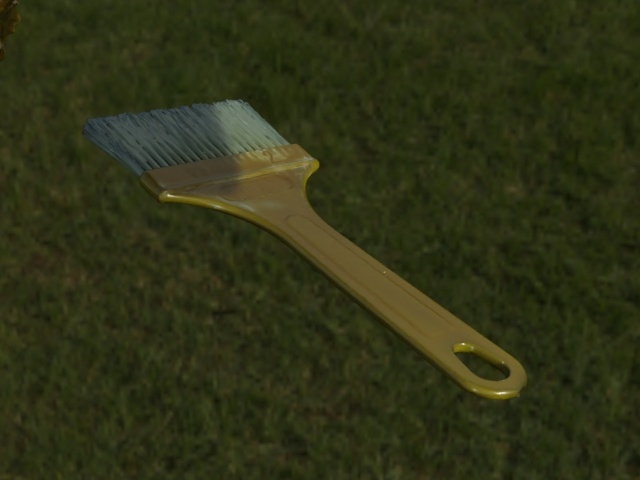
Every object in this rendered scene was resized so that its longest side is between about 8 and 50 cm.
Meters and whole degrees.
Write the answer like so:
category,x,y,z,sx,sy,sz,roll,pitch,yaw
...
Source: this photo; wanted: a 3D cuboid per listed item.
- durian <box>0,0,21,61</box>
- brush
category,x,y,z,sx,sy,sz,roll,pitch,yaw
durian,-0.234,-0.131,0.780,0.132,0.165,0.182,20,63,-13
brush,0.000,0.000,0.531,0.083,0.011,0.205,-13,40,-42
